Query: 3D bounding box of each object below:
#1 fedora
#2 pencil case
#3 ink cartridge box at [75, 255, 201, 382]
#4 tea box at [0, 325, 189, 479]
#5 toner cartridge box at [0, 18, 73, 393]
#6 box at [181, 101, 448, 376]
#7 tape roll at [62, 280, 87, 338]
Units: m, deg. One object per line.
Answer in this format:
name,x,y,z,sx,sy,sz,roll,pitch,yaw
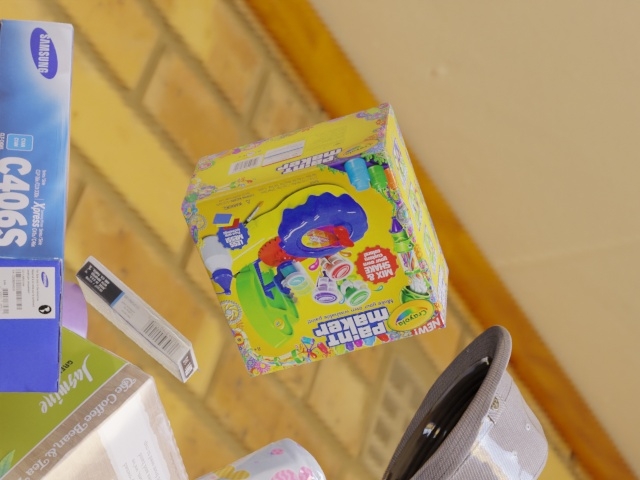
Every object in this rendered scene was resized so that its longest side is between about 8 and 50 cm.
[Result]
fedora,0.177,0.240,1.824,0.124,0.275,0.244,37,-55,-4
pencil case,-0.122,0.351,2.029,0.113,0.273,0.124,31,-49,44
ink cartridge box,-0.272,0.128,2.413,0.206,0.045,0.208,40,-12,10
tea box,-0.321,0.259,1.712,0.323,0.220,0.329,25,-36,34
toner cartridge box,-0.270,-0.039,1.478,0.075,0.348,0.165,3,-48,-10
box,0.000,0.000,2.222,0.290,0.177,0.279,-16,-67,13
tape roll,-0.414,0.145,2.316,0.080,0.189,0.189,13,-27,-31
